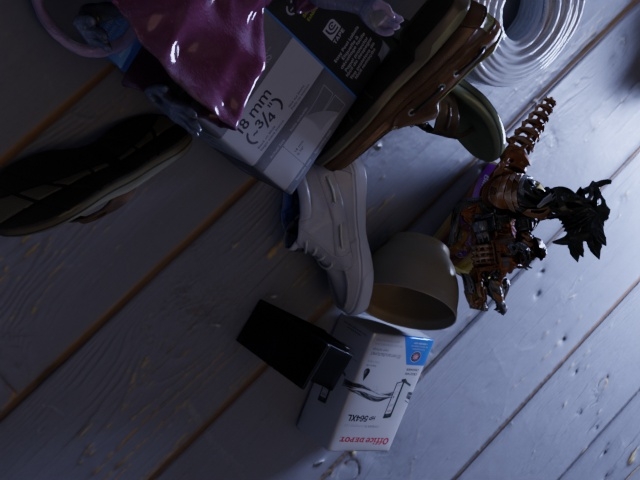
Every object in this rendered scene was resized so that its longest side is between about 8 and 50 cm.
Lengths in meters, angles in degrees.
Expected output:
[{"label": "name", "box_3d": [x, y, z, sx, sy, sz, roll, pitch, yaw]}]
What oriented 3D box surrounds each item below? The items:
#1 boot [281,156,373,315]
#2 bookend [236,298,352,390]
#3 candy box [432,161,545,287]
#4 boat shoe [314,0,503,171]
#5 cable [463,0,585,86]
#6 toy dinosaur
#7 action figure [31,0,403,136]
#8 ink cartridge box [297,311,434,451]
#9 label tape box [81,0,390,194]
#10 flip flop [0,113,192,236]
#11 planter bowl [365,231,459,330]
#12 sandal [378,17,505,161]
[{"label": "boot", "box_3d": [0.000, 0.000, 1.773, 0.123, 0.095, 0.258, -17, 114, -28]}, {"label": "bookend", "box_3d": [-0.011, 0.169, 1.795, 0.157, 0.156, 0.072, 29, 91, -47]}, {"label": "candy box", "box_3d": [0.265, -0.027, 1.970, 0.186, 0.109, 0.053, -52, 137, -6]}, {"label": "boat shoe", "box_3d": [0.115, -0.192, 1.647, 0.104, 0.110, 0.307, 33, 115, -26]}, {"label": "cable", "box_3d": [0.279, -0.347, 1.823, 0.257, 0.089, 0.257, 8, 106, -44]}, {"label": "toy dinosaur", "box_3d": [0.310, -0.047, 1.853, 0.218, 0.164, 0.322, 13, 109, 0]}, {"label": "action figure", "box_3d": [-0.089, -0.297, 1.402, 0.370, 0.276, 0.248, -52, 137, -18]}, {"label": "ink cartridge box", "box_3d": [0.071, 0.225, 1.950, 0.148, 0.086, 0.203, 10, 105, -45]}, {"label": "label tape box", "box_3d": [-0.093, -0.240, 1.535, 0.240, 0.106, 0.334, -56, 137, -4]}, {"label": "flip flop", "box_3d": [-0.272, -0.068, 1.482, 0.277, 0.112, 0.080, -31, 145, -33]}, {"label": "planter bowl", "box_3d": [0.139, 0.055, 1.885, 0.162, 0.162, 0.109, 44, 55, -46]}, {"label": "sandal", "box_3d": [0.155, -0.207, 1.774, 0.303, 0.120, 0.086, 42, 77, -37]}]
